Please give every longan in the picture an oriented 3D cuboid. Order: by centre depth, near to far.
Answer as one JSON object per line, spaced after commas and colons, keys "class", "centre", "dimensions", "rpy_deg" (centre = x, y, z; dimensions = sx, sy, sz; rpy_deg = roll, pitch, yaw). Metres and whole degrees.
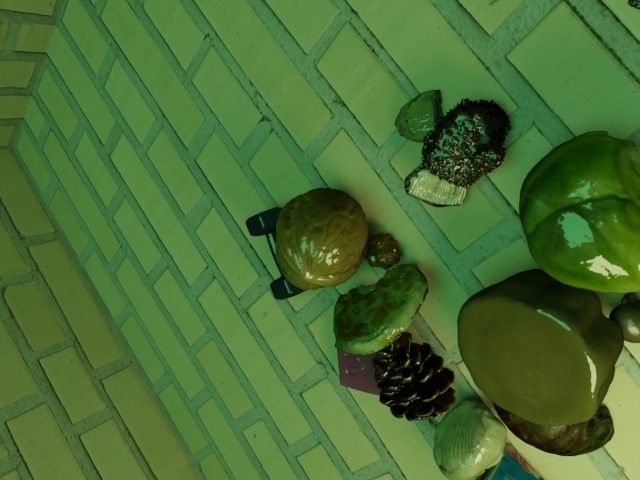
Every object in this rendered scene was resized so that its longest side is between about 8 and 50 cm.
{"class": "longan", "centre": [0.739, 0.183, 1.218], "dimensions": [0.106, 0.106, 0.119], "rpy_deg": [-11, 91, 38]}

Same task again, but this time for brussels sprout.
{"class": "brussels sprout", "centre": [0.620, -0.044, 1.146], "dimensions": [0.371, 0.276, 0.315], "rpy_deg": [47, 113, 8]}

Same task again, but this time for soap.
{"class": "soap", "centre": [0.144, 0.380, 1.734], "dimensions": [0.181, 0.081, 0.259], "rpy_deg": [6, 107, 35]}

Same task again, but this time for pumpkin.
{"class": "pumpkin", "centre": [0.604, 0.521, 1.393], "dimensions": [0.312, 0.148, 0.169], "rpy_deg": [0, 99, 41]}

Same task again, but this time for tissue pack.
{"class": "tissue pack", "centre": [0.569, 0.744, 1.437], "dimensions": [0.270, 0.209, 0.137], "rpy_deg": [46, 128, 17]}

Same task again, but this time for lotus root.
{"class": "lotus root", "centre": [0.273, -0.334, 1.439], "dimensions": [0.144, 0.070, 0.143], "rpy_deg": [-13, 95, 39]}

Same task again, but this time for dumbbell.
{"class": "dumbbell", "centre": [-0.141, 0.045, 1.812], "dimensions": [0.156, 0.143, 0.316], "rpy_deg": [-22, 89, 39]}

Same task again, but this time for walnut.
{"class": "walnut", "centre": [0.000, 0.000, 1.584], "dimensions": [0.332, 0.333, 0.333], "rpy_deg": [11, 109, 34]}

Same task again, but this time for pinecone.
{"class": "pinecone", "centre": [0.272, 0.403, 1.534], "dimensions": [0.244, 0.244, 0.309], "rpy_deg": [-6, 120, 38]}

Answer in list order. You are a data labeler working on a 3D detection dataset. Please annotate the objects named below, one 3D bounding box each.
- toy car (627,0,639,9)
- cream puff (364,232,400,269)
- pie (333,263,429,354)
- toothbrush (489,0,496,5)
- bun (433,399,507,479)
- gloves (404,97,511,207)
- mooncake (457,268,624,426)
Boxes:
{"class": "toy car", "centre": [0.705, -0.505, 1.096], "dimensions": [0.093, 0.025, 0.041], "rpy_deg": [42, 125, 24]}
{"class": "cream puff", "centre": [0.189, 0.038, 1.595], "dimensions": [0.122, 0.094, 0.116], "rpy_deg": [40, 126, 16]}
{"class": "pie", "centre": [0.166, 0.210, 1.554], "dimensions": [0.371, 0.296, 0.078], "rpy_deg": [-26, 119, 39]}
{"class": "toothbrush", "centre": [0.458, -0.607, 1.263], "dimensions": [0.097, 0.006, 0.008], "rpy_deg": [-24, 92, 39]}
{"class": "bun", "centre": [0.434, 0.588, 1.495], "dimensions": [0.141, 0.239, 0.239], "rpy_deg": [37, 126, -7]}
{"class": "gloves", "centre": [0.367, -0.225, 1.353], "dimensions": [0.210, 0.135, 0.312], "rpy_deg": [28, 121, 11]}
{"class": "mooncake", "centre": [0.542, 0.256, 1.283], "dimensions": [0.378, 0.200, 0.379], "rpy_deg": [28, 133, 35]}
